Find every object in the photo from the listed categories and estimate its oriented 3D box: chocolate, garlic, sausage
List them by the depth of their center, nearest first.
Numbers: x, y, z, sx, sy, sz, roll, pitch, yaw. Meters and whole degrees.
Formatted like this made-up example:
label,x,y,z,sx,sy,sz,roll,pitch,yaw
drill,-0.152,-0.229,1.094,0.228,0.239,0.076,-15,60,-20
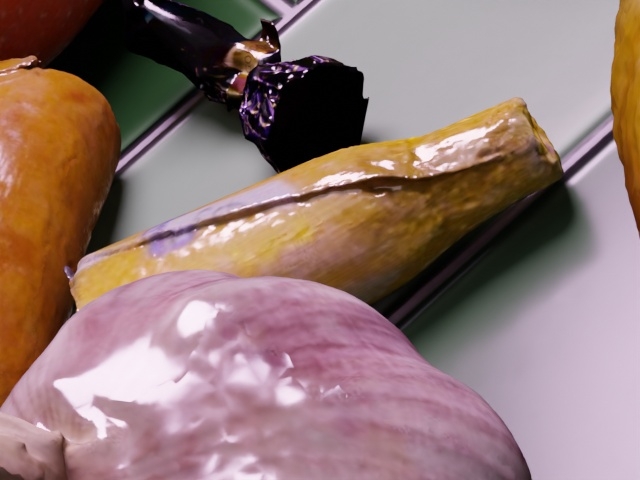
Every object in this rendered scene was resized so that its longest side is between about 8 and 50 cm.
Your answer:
label,x,y,z,sx,sy,sz,roll,pitch,yaw
garlic,-0.075,0.100,0.701,0.245,0.253,0.245,-24,46,27
chocolate,0.000,0.000,0.870,0.219,0.085,0.085,-26,42,7
sausage,-0.159,0.032,0.930,0.109,0.109,0.270,-14,49,25
chocolate,-0.038,-0.085,0.976,0.070,0.072,0.147,-39,47,-6

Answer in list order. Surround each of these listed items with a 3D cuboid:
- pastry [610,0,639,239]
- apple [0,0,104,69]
label,x,y,z,sx,sy,sz,roll,pitch,yaw
pastry,0.265,-0.076,0.689,0.356,0.164,0.356,-22,46,25
apple,-0.255,-0.222,1.096,0.348,0.277,0.348,-18,44,17
